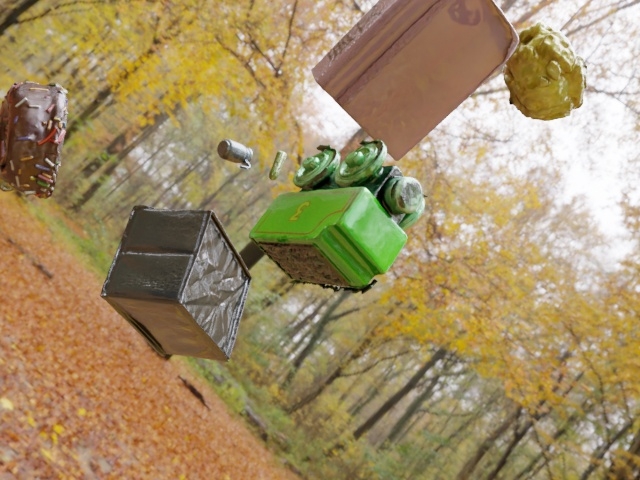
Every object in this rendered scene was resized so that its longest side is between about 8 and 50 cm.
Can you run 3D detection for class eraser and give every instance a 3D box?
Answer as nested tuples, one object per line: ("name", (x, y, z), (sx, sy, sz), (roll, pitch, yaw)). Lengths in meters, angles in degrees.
("eraser", (0.201, -0.381, 1.260), (0.272, 0.359, 0.122), (39, 19, -30))

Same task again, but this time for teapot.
("teapot", (-0.197, -0.205, 1.428), (0.063, 0.049, 0.083), (36, 15, 37))

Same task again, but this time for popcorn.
("popcorn", (0.537, -0.402, 1.489), (0.233, 0.192, 0.266), (63, 6, 17))

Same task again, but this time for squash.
("squash", (-0.110, -0.187, 1.531), (0.027, 0.083, 0.027), (13, -27, 7))

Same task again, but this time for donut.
("donut", (-0.515, -0.178, 1.062), (0.096, 0.216, 0.230), (8, 13, -34))

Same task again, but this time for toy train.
("toy train", (0.024, -0.033, 0.841), (0.132, 0.188, 0.243), (47, -25, -27))

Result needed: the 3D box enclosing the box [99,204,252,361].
("box", (-0.334, 0.115, 1.483), (0.204, 0.251, 0.345), (3, -31, 15))
